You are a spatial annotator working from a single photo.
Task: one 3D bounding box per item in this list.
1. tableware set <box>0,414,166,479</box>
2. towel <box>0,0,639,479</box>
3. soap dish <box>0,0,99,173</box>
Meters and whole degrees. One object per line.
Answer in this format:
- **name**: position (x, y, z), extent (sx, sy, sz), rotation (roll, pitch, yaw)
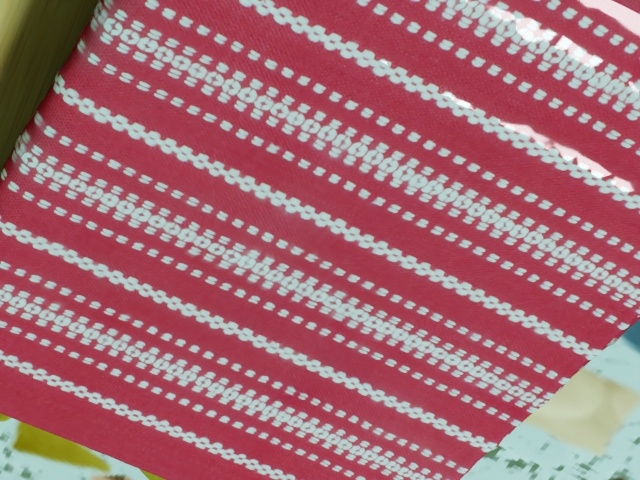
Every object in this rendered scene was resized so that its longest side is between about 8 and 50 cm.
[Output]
- **tableware set**: position (-0.067, 0.056, 0.647), extent (0.154, 0.024, 0.104), rotation (2, 122, 17)
- **towel**: position (0.000, 0.000, 0.516), extent (0.199, 0.031, 0.275), rotation (25, 133, -18)
- **soap dish**: position (-0.172, -0.123, 0.522), extent (0.229, 0.118, 0.291), rotation (30, 123, 1)
